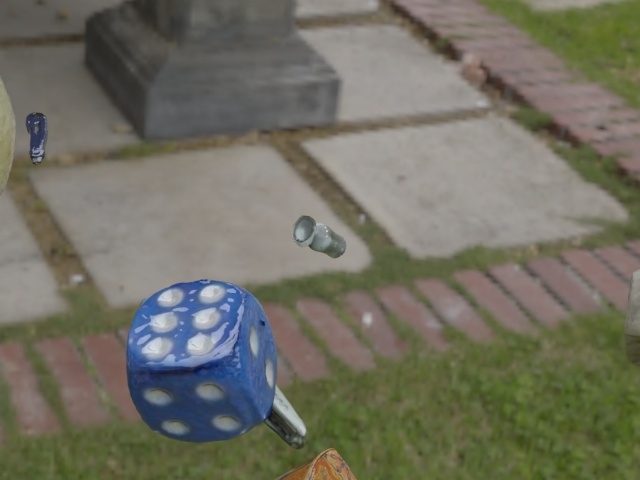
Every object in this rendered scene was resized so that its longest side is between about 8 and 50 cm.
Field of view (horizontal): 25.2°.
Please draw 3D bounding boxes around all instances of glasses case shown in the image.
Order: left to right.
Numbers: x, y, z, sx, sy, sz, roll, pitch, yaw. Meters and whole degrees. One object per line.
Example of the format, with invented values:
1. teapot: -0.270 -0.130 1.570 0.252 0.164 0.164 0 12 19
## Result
1. glasses case: -0.068 0.278 1.399 0.049 0.218 0.075 55 29 -1

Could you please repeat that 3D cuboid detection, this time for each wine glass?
1. wine glass: 0.000 0.000 1.803 0.083 0.039 0.042 31 25 -54

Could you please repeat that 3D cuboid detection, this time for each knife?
1. knife: -0.395 -0.142 1.992 0.031 0.018 0.121 -10 35 -2

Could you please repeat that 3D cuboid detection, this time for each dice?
1. dice: -0.133 0.139 1.636 0.147 0.146 0.143 -7 44 12

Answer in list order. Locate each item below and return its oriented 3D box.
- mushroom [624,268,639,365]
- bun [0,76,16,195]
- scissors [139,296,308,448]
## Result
1. mushroom: 0.351 0.064 1.230 0.247 0.096 0.108 -6 -15 45
2. bun: -0.516 -0.100 1.529 0.364 0.364 0.202 8 47 3
3. scissors: -0.105 0.151 1.746 0.138 0.041 0.289 -12 45 -40
